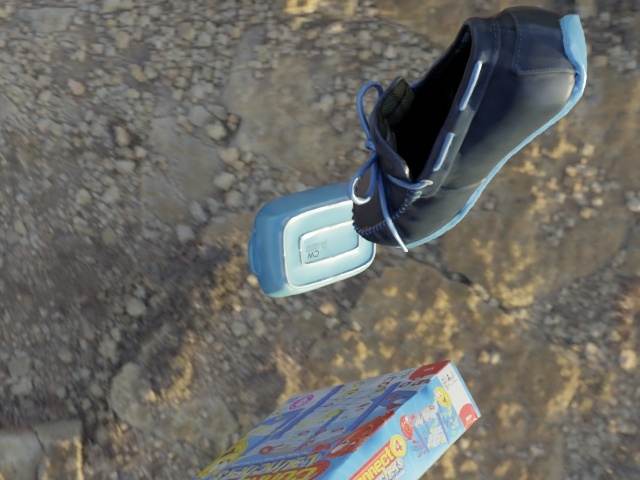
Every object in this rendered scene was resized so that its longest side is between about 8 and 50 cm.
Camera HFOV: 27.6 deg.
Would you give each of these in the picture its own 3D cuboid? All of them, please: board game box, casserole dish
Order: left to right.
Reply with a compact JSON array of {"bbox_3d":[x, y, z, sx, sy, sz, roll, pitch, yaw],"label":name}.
[{"bbox_3d":[-0.005,0.281,1.639,0.302,0.308,0.086,-35,101,-46],"label":"board game box"},{"bbox_3d":[0.000,0.000,1.468,0.188,0.037,0.114,-16,108,-40],"label":"casserole dish"}]

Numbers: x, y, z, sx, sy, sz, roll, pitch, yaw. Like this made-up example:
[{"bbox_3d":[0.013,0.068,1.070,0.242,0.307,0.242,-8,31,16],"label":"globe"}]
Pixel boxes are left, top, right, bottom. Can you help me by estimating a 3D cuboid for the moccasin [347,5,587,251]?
[{"bbox_3d":[0.093,-0.105,1.123,0.117,0.342,0.138,6,58,-23],"label":"moccasin"}]
